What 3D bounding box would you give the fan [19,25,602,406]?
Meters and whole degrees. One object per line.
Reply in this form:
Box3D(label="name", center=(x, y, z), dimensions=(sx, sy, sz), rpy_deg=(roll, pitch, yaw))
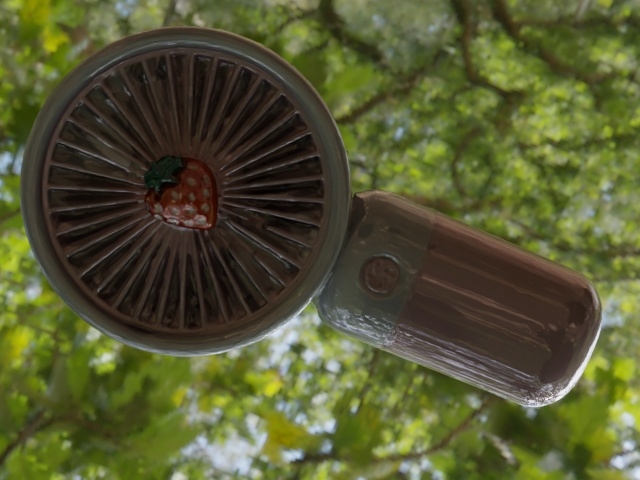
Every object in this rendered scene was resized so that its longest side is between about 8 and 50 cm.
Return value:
Box3D(label="fan", center=(0.000, 0.000, 0.533), dimensions=(0.244, 0.130, 0.074), rpy_deg=(21, -174, -5))
